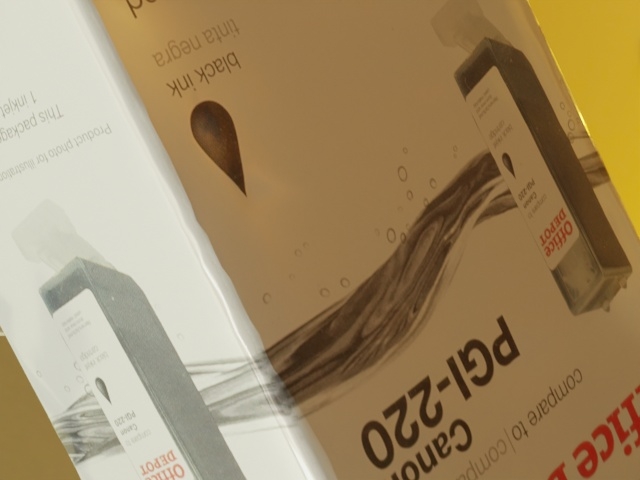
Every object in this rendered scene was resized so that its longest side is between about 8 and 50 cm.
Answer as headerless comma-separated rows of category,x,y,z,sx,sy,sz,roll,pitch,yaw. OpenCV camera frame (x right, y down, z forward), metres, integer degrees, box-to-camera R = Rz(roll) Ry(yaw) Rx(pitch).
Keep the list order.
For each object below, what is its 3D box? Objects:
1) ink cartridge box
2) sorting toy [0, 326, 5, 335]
ink cartridge box,0.000,0.000,0.426,0.158,0.092,0.217,-34,-77,-44
sorting toy,-0.184,0.016,0.889,0.257,0.256,0.089,54,-143,-79
